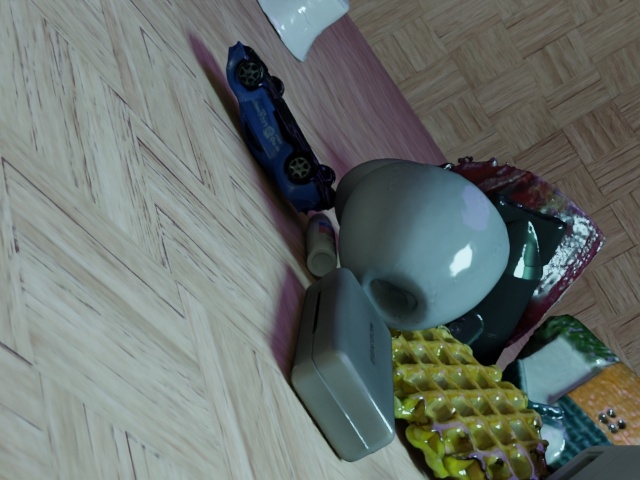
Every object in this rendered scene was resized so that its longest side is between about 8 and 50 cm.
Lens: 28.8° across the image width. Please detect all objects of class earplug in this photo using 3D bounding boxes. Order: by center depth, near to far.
[{"bbox_3d":[0.103,0.005,1.390,0.214,0.175,0.325,31,3,-1],"label":"earplug"}]

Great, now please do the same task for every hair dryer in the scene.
[{"bbox_3d":[0.192,0.082,1.578,0.116,0.244,0.302,28,25,12],"label":"hair dryer"}]

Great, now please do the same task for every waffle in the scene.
[{"bbox_3d":[0.152,0.182,1.378,0.238,0.059,0.243,33,28,-13],"label":"waffle"}]

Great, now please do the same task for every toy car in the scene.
[{"bbox_3d":[-0.052,-0.123,1.397,0.216,0.063,0.103,60,9,11],"label":"toy car"}]

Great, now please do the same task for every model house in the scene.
[{"bbox_3d":[0.282,0.261,1.575,0.301,0.190,0.271,-15,56,-47],"label":"model house"}]

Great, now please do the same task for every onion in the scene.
[{"bbox_3d":[0.217,0.038,1.793,0.280,0.314,0.146,33,42,-9],"label":"onion"}]

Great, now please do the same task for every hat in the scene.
[{"bbox_3d":[-0.028,-0.420,2.175,0.203,0.126,0.203,56,14,-23],"label":"hat"}]

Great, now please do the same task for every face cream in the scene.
[{"bbox_3d":[0.000,0.000,1.382,0.034,0.034,0.130,56,10,-19],"label":"face cream"}]

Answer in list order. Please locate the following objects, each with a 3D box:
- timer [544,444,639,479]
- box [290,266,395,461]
[{"bbox_3d":[0.314,0.344,1.308,0.195,0.192,0.194,59,-22,-1],"label":"timer"},{"bbox_3d":[0.024,0.106,1.138,0.103,0.055,0.243,58,10,-12],"label":"box"}]
